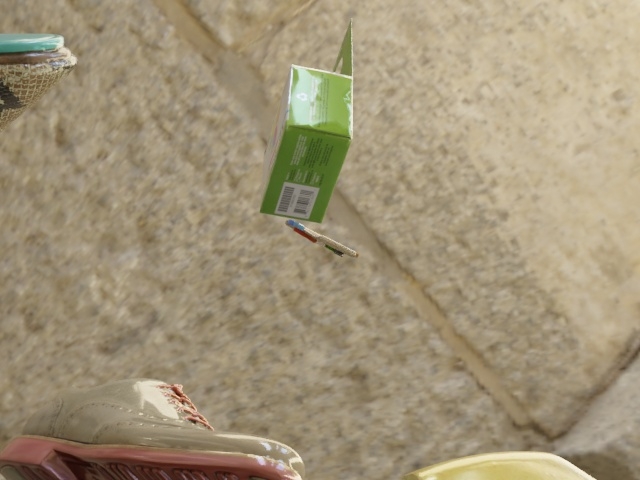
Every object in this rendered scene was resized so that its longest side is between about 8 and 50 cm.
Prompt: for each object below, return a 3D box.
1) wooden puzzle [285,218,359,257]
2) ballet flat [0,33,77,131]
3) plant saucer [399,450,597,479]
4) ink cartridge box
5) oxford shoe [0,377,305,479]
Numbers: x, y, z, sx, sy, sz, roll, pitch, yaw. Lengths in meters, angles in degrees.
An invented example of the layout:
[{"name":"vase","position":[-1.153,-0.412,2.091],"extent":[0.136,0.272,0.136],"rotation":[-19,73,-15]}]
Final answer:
[{"name":"wooden puzzle","position":[0.000,0.000,1.443],"extent":[0.116,0.078,0.014],"rotation":[27,89,-34]},{"name":"ballet flat","position":[-0.457,-0.146,1.198],"extent":[0.482,0.164,0.182],"rotation":[12,107,17]},{"name":"plant saucer","position":[0.192,0.255,0.691],"extent":[0.332,0.333,0.081],"rotation":[33,64,17]},{"name":"ink cartridge box","position":[-0.019,-0.183,1.760],"extent":[0.097,0.189,0.255],"rotation":[9,49,-10]},{"name":"oxford shoe","position":[-0.146,0.174,1.075],"extent":[0.123,0.348,0.130],"rotation":[57,47,-36]}]
